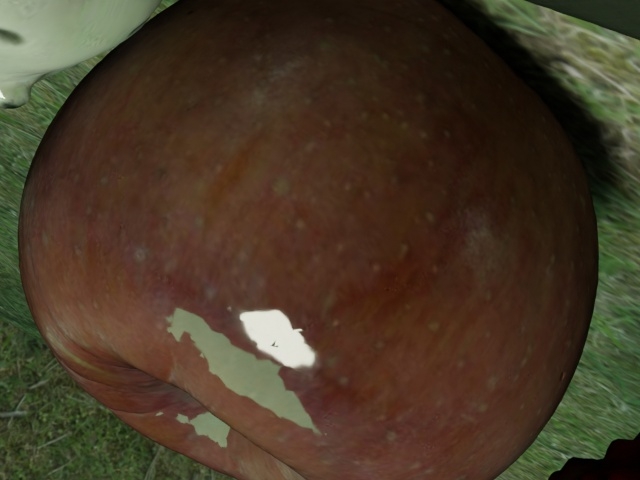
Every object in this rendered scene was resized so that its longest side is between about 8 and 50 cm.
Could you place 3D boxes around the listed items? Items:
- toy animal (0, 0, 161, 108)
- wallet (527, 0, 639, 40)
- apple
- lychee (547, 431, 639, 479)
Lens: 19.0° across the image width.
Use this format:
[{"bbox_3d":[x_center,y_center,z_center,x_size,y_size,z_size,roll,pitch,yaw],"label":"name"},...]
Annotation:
[{"bbox_3d":[-0.185,-0.150,0.875,0.266,0.212,0.212,28,167,36],"label":"toy animal"},{"bbox_3d":[0.056,-0.144,0.705,0.245,0.052,0.168,24,165,15],"label":"wallet"},{"bbox_3d":[0.000,0.000,0.936,0.305,0.235,0.306,28,164,8],"label":"apple"},{"bbox_3d":[0.227,0.289,0.931,0.424,0.500,0.425,20,123,34],"label":"lychee"}]
